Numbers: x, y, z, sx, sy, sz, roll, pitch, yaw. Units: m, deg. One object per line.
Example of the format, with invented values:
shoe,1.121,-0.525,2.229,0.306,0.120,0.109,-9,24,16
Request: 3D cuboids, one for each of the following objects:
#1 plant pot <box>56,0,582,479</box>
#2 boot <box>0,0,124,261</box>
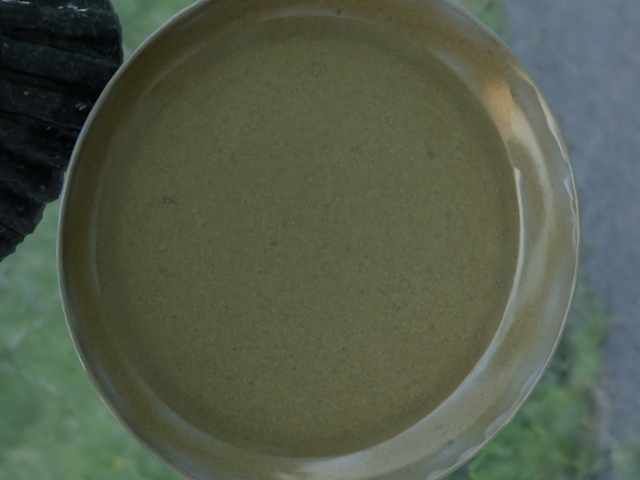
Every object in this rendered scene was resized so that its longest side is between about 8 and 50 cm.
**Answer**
plant pot,0.000,0.000,0.792,0.236,0.236,0.032,-49,17,-7
boot,-0.153,-0.090,0.669,0.348,0.260,0.131,-20,70,37
